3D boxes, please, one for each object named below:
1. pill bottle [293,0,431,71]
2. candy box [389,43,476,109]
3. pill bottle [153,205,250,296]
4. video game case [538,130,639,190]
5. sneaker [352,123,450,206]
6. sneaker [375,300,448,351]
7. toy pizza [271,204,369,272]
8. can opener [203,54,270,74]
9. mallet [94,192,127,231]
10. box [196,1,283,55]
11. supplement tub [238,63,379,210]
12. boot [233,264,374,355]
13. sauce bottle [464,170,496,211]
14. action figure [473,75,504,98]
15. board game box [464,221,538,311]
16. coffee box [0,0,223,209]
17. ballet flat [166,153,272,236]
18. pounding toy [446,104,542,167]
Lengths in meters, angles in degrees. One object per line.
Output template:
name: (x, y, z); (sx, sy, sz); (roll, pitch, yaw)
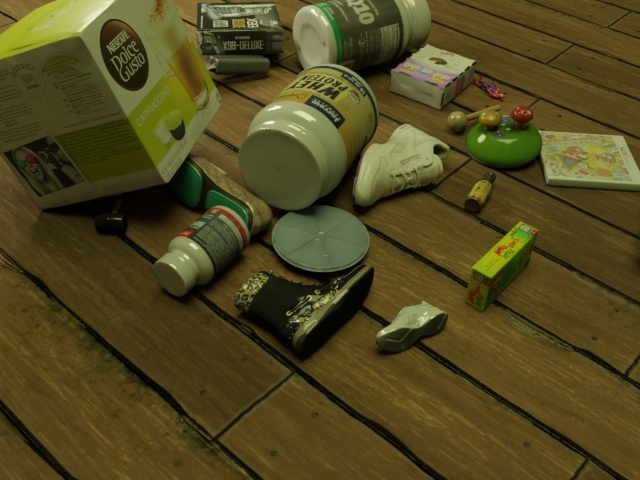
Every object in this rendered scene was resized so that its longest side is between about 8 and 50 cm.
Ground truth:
pill bottle: (0.121, -0.594, 1.987); (0.360, 0.204, 0.204); (-23, 47, -26)
candy box: (0.312, -0.456, 1.942); (0.164, 0.070, 0.196); (27, 48, 25)
pill bottle: (-0.229, 0.022, 1.347); (0.107, 0.108, 0.180); (24, 46, 22)
video game case: (0.645, -0.196, 1.701); (0.226, 0.026, 0.206); (4, 41, 1)
sneaker: (0.184, -0.166, 1.576); (0.152, 0.114, 0.305); (25, 46, 24)
sneaker: (0.156, 0.154, 1.268); (0.152, 0.054, 0.061); (-17, 36, -29)
toy pizza: (0.000, 0.000, 1.442); (0.201, 0.032, 0.201); (2, 42, -2)
can opener: (-0.278, -0.457, 1.924); (0.283, 0.095, 0.076); (-8, 27, -27)
mallet: (-0.445, -0.081, 1.512); (0.062, 0.039, 0.190); (-6, 37, -6)
box: (-0.241, -0.629, 2.070); (0.242, 0.077, 0.307); (-3, 32, -6)
supplement tub: (-0.023, -0.229, 1.543); (0.228, 0.228, 0.316); (17, 41, 16)
boot: (-0.026, 0.091, 1.299); (0.178, 0.085, 0.236); (26, 47, 27)
sauce bottle: (0.363, -0.114, 1.581); (0.042, 0.042, 0.128); (20, 46, 18)
action figure: (0.471, -0.423, 1.947); (0.038, 0.030, 0.115); (-15, 46, -26)
board game box: (0.351, 0.049, 1.360); (0.043, 0.092, 0.181); (30, 48, 29)
coffee box: (-0.469, -0.316, 1.470); (0.337, 0.335, 0.338); (-8, 36, 23)
ballet flat: (-0.224, -0.104, 1.514); (0.316, 0.108, 0.106); (38, 32, 27)
pounding toy: (0.434, -0.289, 1.714); (0.182, 0.110, 0.237); (-22, 45, -14)
